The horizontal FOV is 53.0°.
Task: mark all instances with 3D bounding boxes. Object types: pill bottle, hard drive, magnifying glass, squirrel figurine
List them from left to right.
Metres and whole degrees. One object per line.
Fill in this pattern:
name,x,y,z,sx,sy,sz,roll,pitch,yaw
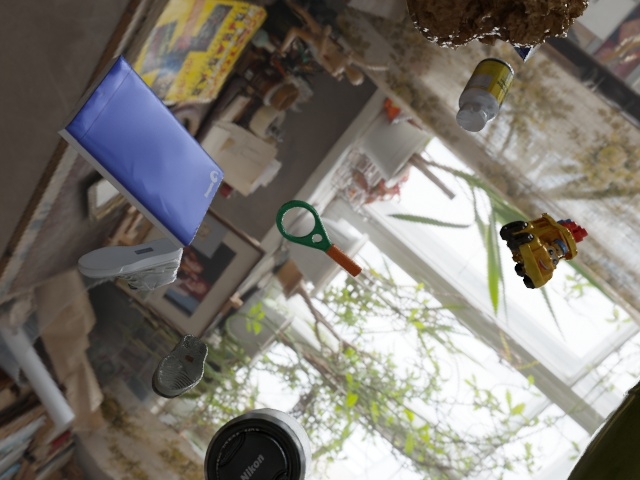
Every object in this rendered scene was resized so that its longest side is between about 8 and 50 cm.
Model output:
hard drive,-0.326,-0.165,1.231,0.040,0.318,0.210,-12,-136,33
magnifying glass,0.000,0.000,1.418,0.092,0.231,0.026,-46,-168,16
pill bottle,0.405,-0.359,1.594,0.184,0.103,0.103,-59,178,-26
squirrel figurine,0.303,-0.498,0.999,0.371,0.396,0.281,-9,-170,12

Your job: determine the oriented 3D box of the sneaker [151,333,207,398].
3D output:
sneaker,-0.291,0.280,1.266,0.118,0.083,0.222,-56,-177,13

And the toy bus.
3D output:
toy bus,0.606,0.013,1.701,0.212,0.149,0.220,-22,-166,11

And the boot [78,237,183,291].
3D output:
boot,-0.457,0.079,1.557,0.258,0.095,0.123,-11,129,-37

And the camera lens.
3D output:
camera lens,-0.134,0.498,1.461,0.219,0.219,0.274,-47,171,-6

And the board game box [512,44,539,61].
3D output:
board game box,0.427,-0.474,1.382,0.035,0.136,0.201,-37,175,7

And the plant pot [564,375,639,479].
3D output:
plant pot,0.616,0.478,1.167,0.353,0.366,0.366,-40,172,-5
